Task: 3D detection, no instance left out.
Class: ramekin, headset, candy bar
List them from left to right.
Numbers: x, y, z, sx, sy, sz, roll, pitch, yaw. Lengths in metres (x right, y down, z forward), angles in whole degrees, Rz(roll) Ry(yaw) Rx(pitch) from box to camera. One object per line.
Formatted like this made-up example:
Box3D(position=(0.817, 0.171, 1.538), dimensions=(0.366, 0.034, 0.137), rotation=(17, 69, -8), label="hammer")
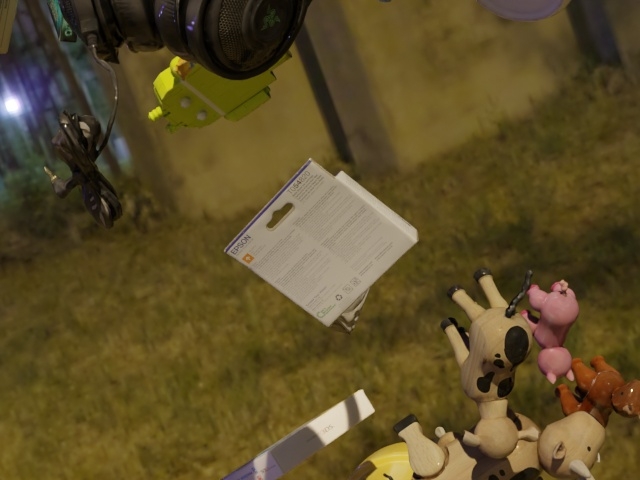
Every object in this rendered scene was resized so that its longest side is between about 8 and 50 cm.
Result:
Box3D(position=(-0.135, -0.202, 1.009), dimensions=(0.243, 0.185, 0.394), rotation=(10, 49, 20), label="headset")
Box3D(position=(-0.167, -0.312, 1.621), dimensions=(0.161, 0.018, 0.040), rotation=(-55, -23, -2), label="candy bar")
Box3D(position=(0.327, -0.446, 1.745), dimensions=(0.207, 0.207, 0.109), rotation=(-16, 44, 53), label="ramekin")

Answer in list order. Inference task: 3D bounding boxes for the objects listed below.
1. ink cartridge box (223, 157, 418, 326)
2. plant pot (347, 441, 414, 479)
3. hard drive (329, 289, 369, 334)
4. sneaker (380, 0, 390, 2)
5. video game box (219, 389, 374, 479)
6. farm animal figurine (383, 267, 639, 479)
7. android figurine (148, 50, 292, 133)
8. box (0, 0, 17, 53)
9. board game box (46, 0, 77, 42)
Box3D(position=(0.000, 0.000, 1.723), dimensions=(0.223, 0.224, 0.045), rotation=(-45, 20, 23), label="ink cartridge box")
Box3D(position=(0.128, 0.470, 1.728), dimensions=(0.254, 0.254, 0.239), rotation=(-19, -3, 17), label="plant pot")
Box3D(position=(0.030, 0.037, 2.386), dimensions=(0.064, 0.236, 0.339), rotation=(11, -22, 29), label="hard drive")
Box3D(position=(0.133, -0.589, 2.257), dimensions=(0.067, 0.188, 0.078), rotation=(0, -20, -28), label="sneaker")
Box3D(position=(-0.040, 0.315, 1.650), dimensions=(0.205, 0.048, 0.187), rotation=(-27, -11, -41), label="video game box")
Box3D(position=(0.216, 0.215, 1.216), dimensions=(0.330, 0.172, 0.327), rotation=(29, -67, -39), label="farm animal figurine")
Box3D(position=(-0.187, -0.288, 1.962), dimensions=(0.273, 0.056, 0.248), rotation=(-34, -25, 8), label="android figurine")
Box3D(position=(-0.599, -0.343, 1.553), dimensions=(0.311, 0.121, 0.148), rotation=(-16, -42, -46), label="box")
Box3D(position=(-0.378, -0.382, 1.602), dimensions=(0.026, 0.126, 0.186), rotation=(1, 28, -22), label="board game box")
